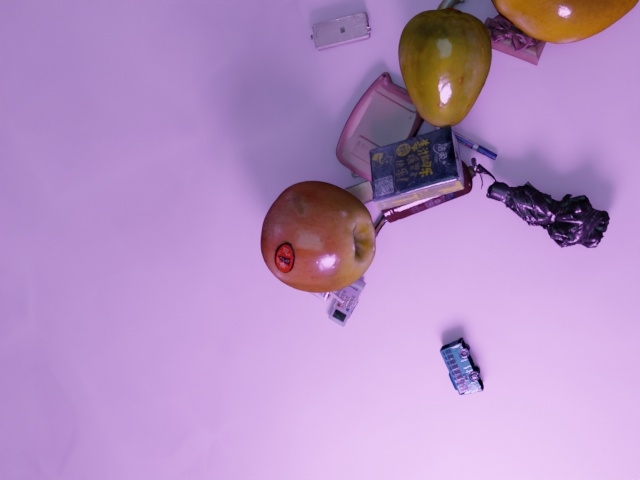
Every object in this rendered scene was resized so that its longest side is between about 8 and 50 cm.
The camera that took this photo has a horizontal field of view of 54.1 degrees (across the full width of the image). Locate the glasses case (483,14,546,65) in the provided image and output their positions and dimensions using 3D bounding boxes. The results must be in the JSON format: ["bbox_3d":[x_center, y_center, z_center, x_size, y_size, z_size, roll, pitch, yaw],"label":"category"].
[{"bbox_3d":[0.549,-0.584,1.781,0.193,0.070,0.103,26,101,13],"label":"glasses case"}]

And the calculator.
[{"bbox_3d":[0.182,-0.337,1.924,0.220,0.048,0.330,32,101,11],"label":"calculator"}]

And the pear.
[{"bbox_3d":[0.652,-0.686,1.620,0.386,0.191,0.341,-3,107,3],"label":"pear"}]

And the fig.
[{"bbox_3d":[0.352,-0.482,1.769,0.257,0.258,0.327,2,114,17],"label":"fig"}]

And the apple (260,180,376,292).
[{"bbox_3d":[0.000,0.000,1.851,0.304,0.338,0.339,15,99,22],"label":"apple"}]

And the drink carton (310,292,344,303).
[{"bbox_3d":[-0.002,0.142,2.016,0.200,0.074,0.084,29,105,12],"label":"drink carton"}]

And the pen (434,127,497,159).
[{"bbox_3d":[0.432,-0.294,1.868,0.204,0.025,0.025,31,103,12],"label":"pen"}]

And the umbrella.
[{"bbox_3d":[0.644,-0.097,1.766,0.336,0.128,0.154,35,104,10],"label":"umbrella"}]

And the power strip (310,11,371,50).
[{"bbox_3d":[0.063,-0.648,1.942,0.192,0.035,0.082,-9,92,17],"label":"power strip"}]

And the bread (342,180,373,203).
[{"bbox_3d":[0.100,-0.137,1.983,0.153,0.028,0.068,-20,89,17],"label":"bread"}]

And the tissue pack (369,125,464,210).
[{"bbox_3d":[0.271,-0.206,1.801,0.257,0.081,0.185,-14,60,22],"label":"tissue pack"}]

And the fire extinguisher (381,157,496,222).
[{"bbox_3d":[0.344,-0.155,1.868,0.337,0.114,0.135,-22,131,19],"label":"fire extinguisher"}]

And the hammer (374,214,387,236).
[{"bbox_3d":[0.151,0.001,1.984,0.078,0.021,0.201,35,104,11],"label":"hammer"}]

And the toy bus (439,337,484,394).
[{"bbox_3d":[0.430,0.388,1.906,0.091,0.079,0.160,-26,87,17],"label":"toy bus"}]

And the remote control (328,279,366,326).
[{"bbox_3d":[0.088,0.194,2.018,0.065,0.029,0.166,29,107,11],"label":"remote control"}]

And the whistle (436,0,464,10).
[{"bbox_3d":[0.403,-0.734,1.818,0.104,0.057,0.198,42,104,10],"label":"whistle"}]
